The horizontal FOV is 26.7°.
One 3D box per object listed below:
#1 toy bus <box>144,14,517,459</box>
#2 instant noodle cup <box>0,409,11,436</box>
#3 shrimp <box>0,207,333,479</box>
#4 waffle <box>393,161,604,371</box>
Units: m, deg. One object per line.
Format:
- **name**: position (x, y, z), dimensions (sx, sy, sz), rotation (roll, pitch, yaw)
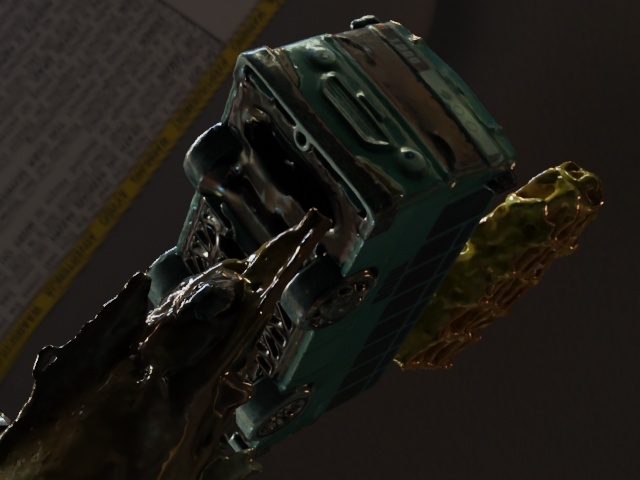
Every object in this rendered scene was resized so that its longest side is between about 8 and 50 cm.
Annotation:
- **toy bus**: position (0.000, 0.000, 0.769), dimensions (0.147, 0.256, 0.128), rotation (-25, -114, -34)
- **instant noodle cup**: position (-0.391, 0.198, 1.091), dimensions (0.240, 0.240, 0.178), rotation (36, -71, 22)
- **shrimp**: position (-0.039, 0.097, 0.332), dimensions (0.126, 0.047, 0.223), rotation (31, -100, -12)
- **waffle**: position (0.156, 0.020, 1.156), dimensions (0.219, 0.229, 0.057), rotation (-44, -105, 10)
